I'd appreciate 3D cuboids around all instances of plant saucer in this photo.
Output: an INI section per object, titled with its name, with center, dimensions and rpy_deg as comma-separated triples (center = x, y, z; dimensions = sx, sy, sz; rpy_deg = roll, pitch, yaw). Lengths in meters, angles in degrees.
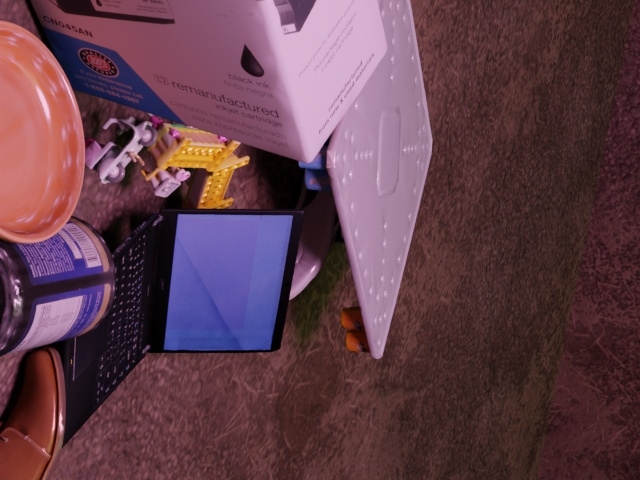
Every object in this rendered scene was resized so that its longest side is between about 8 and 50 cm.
[plant saucer]
center = -0.282, -0.094, 1.531
dimensions = 0.200, 0.037, 0.200
rpy_deg = 30, 56, -56

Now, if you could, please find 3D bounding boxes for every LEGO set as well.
[LEGO set]
center = -0.158, -0.098, 1.845
dimensions = 0.132, 0.107, 0.287
rpy_deg = -36, 160, 5

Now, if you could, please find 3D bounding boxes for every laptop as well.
[laptop]
center = -0.153, 0.095, 1.853
dimensions = 0.264, 0.136, 0.234
rpy_deg = -50, 159, -42

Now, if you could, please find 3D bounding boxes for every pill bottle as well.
[pill bottle]
center = -0.292, 0.043, 1.577
dimensions = 0.219, 0.122, 0.123
rpy_deg = -11, 117, -63

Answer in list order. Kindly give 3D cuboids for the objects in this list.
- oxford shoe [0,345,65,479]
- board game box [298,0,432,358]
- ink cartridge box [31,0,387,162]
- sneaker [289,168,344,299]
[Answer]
[oxford shoe]
center = -0.306, 0.208, 1.741
dimensions = 0.076, 0.076, 0.212
rpy_deg = 14, 81, -27
[board game box]
center = 0.066, -0.114, 2.208
dimensions = 0.390, 0.050, 0.390
rpy_deg = 75, 24, -48
[ink cartridge box]
center = -0.126, -0.281, 1.501
dimensions = 0.166, 0.285, 0.395
rpy_deg = -58, 152, -27
[sneaker]
center = 0.000, 0.000, 2.239
dimensions = 0.217, 0.079, 0.121
rpy_deg = -66, 154, -17
